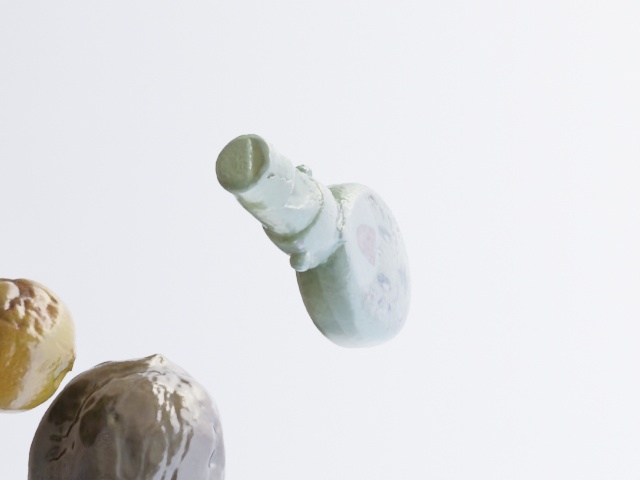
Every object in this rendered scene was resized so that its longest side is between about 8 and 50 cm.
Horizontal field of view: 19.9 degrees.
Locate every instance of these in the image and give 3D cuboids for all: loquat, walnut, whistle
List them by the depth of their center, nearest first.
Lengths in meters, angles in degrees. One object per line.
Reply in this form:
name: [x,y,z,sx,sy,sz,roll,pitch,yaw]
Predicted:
whistle: [0.000,0.000,1.332,0.067,0.258,0.126,-12,-120,23]
loquat: [-0.299,0.098,1.735,0.137,0.113,0.137,9,-71,26]
walnut: [-0.190,0.219,1.816,0.224,0.224,0.224,-16,-108,59]
